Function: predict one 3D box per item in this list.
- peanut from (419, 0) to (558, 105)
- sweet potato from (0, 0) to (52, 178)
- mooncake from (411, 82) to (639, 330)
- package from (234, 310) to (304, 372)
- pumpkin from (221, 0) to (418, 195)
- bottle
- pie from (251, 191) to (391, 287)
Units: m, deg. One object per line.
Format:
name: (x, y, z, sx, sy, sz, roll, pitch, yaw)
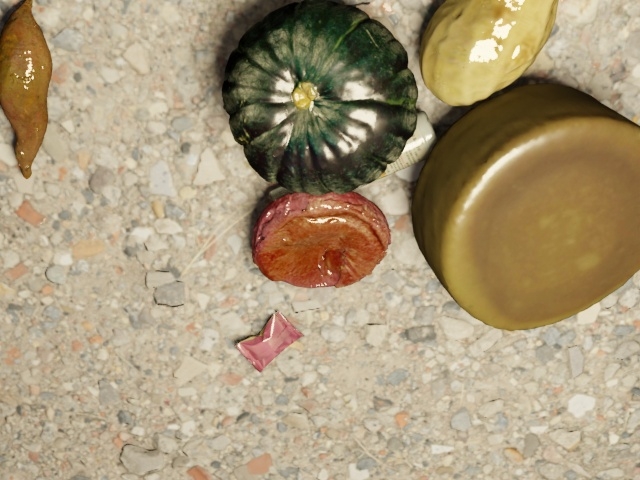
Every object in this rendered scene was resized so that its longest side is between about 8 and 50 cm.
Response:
peanut: (0.211, -0.277, 0.904, 0.130, 0.130, 0.290, 22, 114, -11)
sweet potato: (-0.351, -0.169, 0.979, 0.068, 0.068, 0.226, 7, 116, -4)
mooncake: (0.251, -0.042, 0.984, 0.285, 0.155, 0.284, -8, 124, -12)
package: (-0.070, 0.139, 1.151, 0.083, 0.029, 0.059, -38, 114, 6)
pumpkin: (-0.001, -0.157, 0.928, 0.221, 0.162, 0.220, 2, 97, 14)
bottle: (0.040, -0.091, 1.025, 0.217, 0.060, 0.060, -24, 114, 9)
pie: (0.000, 0.000, 1.050, 0.183, 0.049, 0.182, -4, 141, -3)
